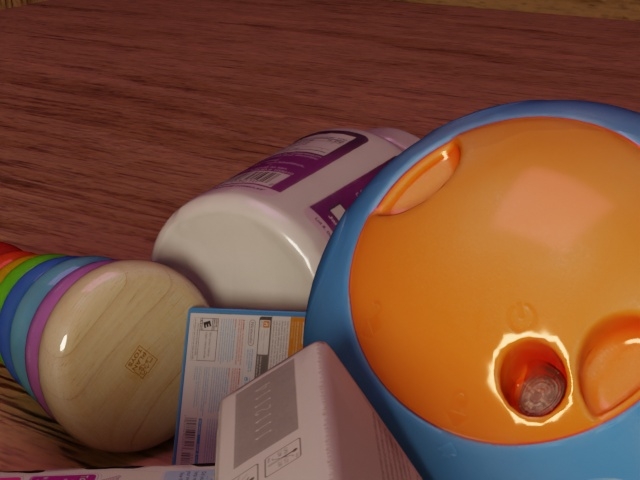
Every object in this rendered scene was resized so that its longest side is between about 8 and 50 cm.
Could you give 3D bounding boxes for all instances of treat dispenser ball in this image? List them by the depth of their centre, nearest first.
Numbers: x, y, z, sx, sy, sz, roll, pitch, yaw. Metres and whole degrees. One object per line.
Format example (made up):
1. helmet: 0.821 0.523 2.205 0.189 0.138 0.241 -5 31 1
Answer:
1. treat dispenser ball: 0.133 0.063 0.834 0.288 0.288 0.288 -3 19 1

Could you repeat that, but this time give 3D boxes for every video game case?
1. video game case: -0.017 0.108 1.008 0.166 0.119 0.015 2 -14 14

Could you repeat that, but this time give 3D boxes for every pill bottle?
1. pill bottle: 0.000 0.000 1.234 0.169 0.169 0.301 7 21 26

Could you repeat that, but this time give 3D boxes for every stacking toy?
1. stacking toy: -0.220 0.066 1.163 0.141 0.141 0.330 -15 15 -32

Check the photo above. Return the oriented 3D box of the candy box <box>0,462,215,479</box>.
1. candy box: -0.140 0.193 0.689 0.233 0.159 0.071 -3 17 1

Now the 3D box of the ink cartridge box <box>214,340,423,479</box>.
1. ink cartridge box: 0.054 0.204 0.574 0.066 0.261 0.296 -33 16 8
